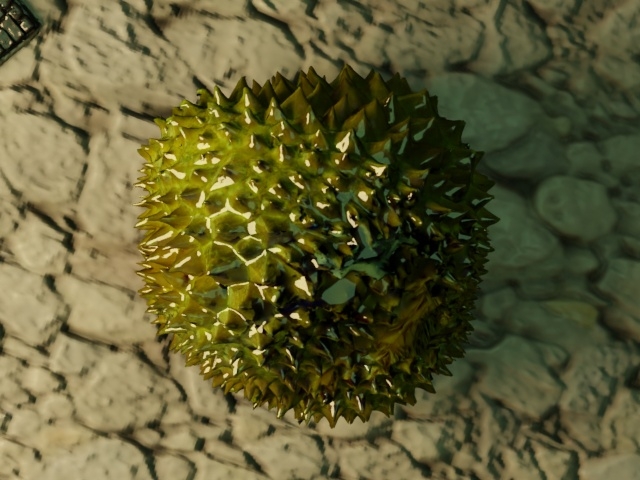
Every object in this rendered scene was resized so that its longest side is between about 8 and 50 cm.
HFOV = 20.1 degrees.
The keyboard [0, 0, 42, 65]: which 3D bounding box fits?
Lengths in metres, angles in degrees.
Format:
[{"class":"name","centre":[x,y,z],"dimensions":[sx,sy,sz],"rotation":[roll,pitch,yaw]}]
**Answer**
[{"class":"keyboard","centre":[-0.301,-0.221,1.311],"dimensions":[0.072,0.023,0.231],"rotation":[-41,102,-9]}]

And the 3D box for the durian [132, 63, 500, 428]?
[{"class":"durian","centre":[0.002,-0.001,1.297],"dimensions":[0.291,0.224,0.291],"rotation":[-2,96,-19]}]
